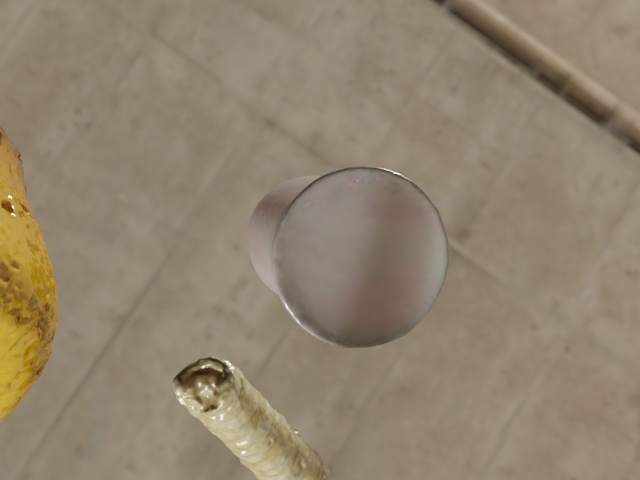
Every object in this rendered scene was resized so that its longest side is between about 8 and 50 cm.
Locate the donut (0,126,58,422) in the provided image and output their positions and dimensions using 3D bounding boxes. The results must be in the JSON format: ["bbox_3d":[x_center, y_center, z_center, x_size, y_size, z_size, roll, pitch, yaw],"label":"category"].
[{"bbox_3d":[-0.390,0.108,1.392,0.435,0.163,0.377,-26,155,-15],"label":"donut"}]

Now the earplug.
[{"bbox_3d":[0.000,0.000,1.832,0.172,0.172,0.301,-56,-164,-3],"label":"earplug"}]

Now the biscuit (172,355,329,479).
[{"bbox_3d":[-0.056,0.170,1.576,0.061,0.219,0.055,-17,-128,15],"label":"biscuit"}]
